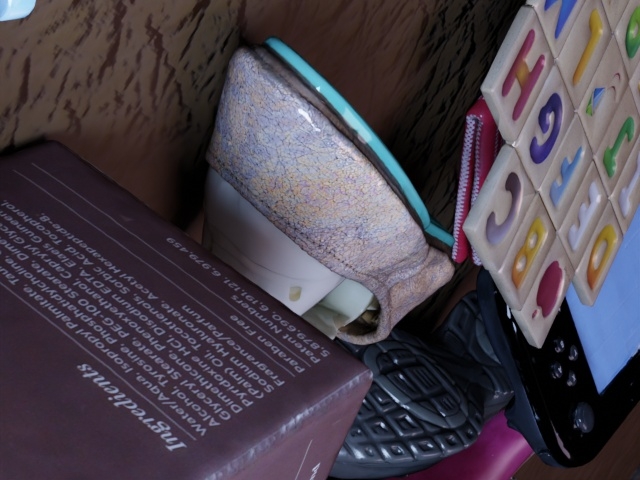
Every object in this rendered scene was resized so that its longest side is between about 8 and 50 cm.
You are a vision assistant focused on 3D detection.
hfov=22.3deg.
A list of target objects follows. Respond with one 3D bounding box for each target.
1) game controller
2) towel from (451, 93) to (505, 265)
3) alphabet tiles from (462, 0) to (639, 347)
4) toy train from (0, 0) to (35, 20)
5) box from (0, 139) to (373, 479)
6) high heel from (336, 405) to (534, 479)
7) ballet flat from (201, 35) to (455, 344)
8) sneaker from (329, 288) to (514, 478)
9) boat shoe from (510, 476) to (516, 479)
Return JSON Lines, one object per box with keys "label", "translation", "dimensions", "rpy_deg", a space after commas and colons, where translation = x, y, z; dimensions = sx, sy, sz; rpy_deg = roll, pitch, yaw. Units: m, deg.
{"label": "game controller", "translation": [0.207, 0.033, 1.183], "dimensions": [0.319, 0.067, 0.166], "rpy_deg": [-37, 118, -53]}
{"label": "towel", "translation": [0.188, -0.119, 1.143], "dimensions": [0.275, 0.031, 0.199], "rpy_deg": [-46, 158, -22]}
{"label": "alphabet tiles", "translation": [0.185, -0.113, 1.014], "dimensions": [0.342, 0.011, 0.285], "rpy_deg": [-62, 151, -16]}
{"label": "toy train", "translation": [-0.159, -0.033, 0.469], "dimensions": [0.166, 0.046, 0.125], "rpy_deg": [-21, 119, -43]}
{"label": "box", "translation": [-0.121, 0.093, 0.570], "dimensions": [0.203, 0.167, 0.168], "rpy_deg": [-26, 147, -53]}
{"label": "high heel", "translation": [0.146, 0.090, 1.316], "dimensions": [0.181, 0.127, 0.377], "rpy_deg": [29, 73, -29]}
{"label": "ballet flat", "translation": [0.000, 0.000, 0.802], "dimensions": [0.106, 0.107, 0.316], "rpy_deg": [-47, 159, 0]}
{"label": "sneaker", "translation": [0.059, 0.124, 1.143], "dimensions": [0.130, 0.109, 0.286], "rpy_deg": [-47, 160, 30]}
{"label": "boat shoe", "translation": [0.120, 0.207, 1.419], "dimensions": [0.302, 0.094, 0.109], "rpy_deg": [-50, 160, -13]}
